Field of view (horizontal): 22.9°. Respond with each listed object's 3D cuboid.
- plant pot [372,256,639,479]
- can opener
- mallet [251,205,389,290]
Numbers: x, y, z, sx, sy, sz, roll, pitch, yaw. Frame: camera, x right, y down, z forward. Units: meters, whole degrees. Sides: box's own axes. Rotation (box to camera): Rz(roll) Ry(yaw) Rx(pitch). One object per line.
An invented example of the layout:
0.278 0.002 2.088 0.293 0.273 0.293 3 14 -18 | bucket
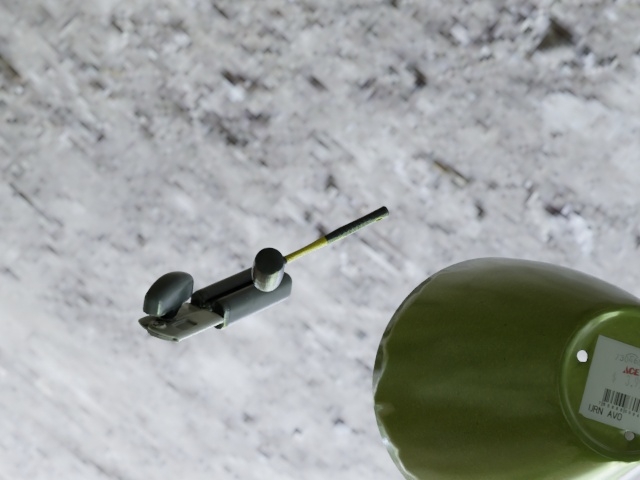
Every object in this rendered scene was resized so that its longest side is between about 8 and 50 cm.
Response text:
0.225 0.139 1.487 0.275 0.275 0.293 44 164 -8 | plant pot
-0.145 0.073 2.237 0.076 0.283 0.095 23 118 31 | can opener
0.000 0.000 1.923 0.039 0.190 0.062 59 171 17 | mallet
